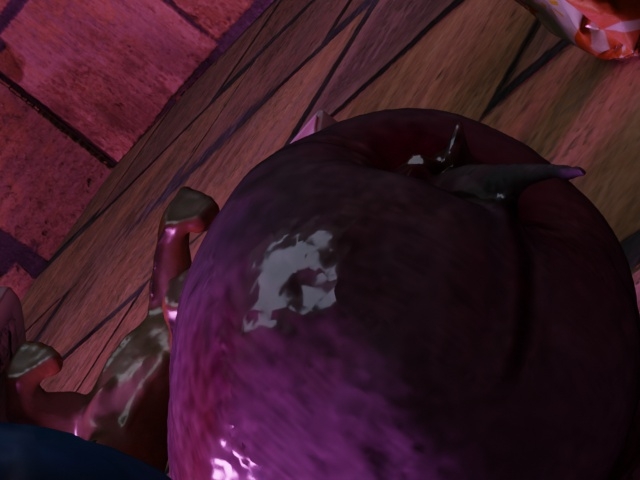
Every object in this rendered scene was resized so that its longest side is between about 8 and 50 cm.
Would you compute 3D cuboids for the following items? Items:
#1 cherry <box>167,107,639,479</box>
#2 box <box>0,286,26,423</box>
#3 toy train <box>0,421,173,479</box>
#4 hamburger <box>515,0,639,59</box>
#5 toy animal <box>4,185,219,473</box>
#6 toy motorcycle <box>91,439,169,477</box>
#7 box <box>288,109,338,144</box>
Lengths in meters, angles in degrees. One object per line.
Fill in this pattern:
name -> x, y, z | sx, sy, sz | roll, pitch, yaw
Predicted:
cherry -> 0.030, 0.050, 0.750 | 0.266, 0.184, 0.213 | -61, -8, 23
box -> -0.212, 0.182, 1.262 | 0.142, 0.044, 0.285 | -81, -11, -68
toy train -> -0.058, 0.203, 0.391 | 0.300, 0.265, 0.188 | -44, 22, 28
hamburger -> 0.187, -0.219, 1.169 | 0.214, 0.125, 0.235 | -46, 14, -4
toy animal -> -0.099, 0.090, 1.238 | 0.097, 0.157, 0.312 | 24, 64, 40
toy motorcycle -> -0.126, 0.193, 1.123 | 0.150, 0.102, 0.221 | -12, -29, -45
box -> 0.018, -0.005, 1.140 | 0.089, 0.125, 0.043 | -49, 12, 19
